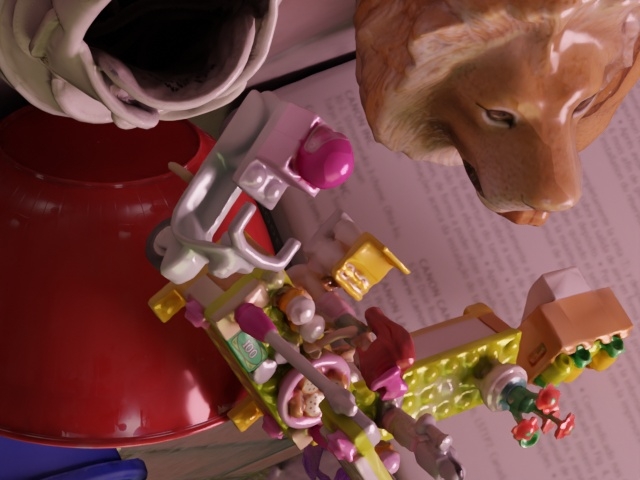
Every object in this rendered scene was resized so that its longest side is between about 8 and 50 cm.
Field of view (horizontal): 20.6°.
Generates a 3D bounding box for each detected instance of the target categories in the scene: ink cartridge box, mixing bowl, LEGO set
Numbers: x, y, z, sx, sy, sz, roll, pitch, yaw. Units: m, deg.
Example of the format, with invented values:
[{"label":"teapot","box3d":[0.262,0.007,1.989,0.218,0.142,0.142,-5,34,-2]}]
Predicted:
[{"label":"ink cartridge box","box3d":[0.186,0.012,0.911,0.385,0.308,0.091,-21,169,-11]},{"label":"mixing bowl","box3d":[-0.098,-0.002,0.762,0.181,0.181,0.098,-15,124,-32]},{"label":"LEGO set","box3d":[0.045,0.055,0.708,0.287,0.107,0.132,27,99,-48]}]

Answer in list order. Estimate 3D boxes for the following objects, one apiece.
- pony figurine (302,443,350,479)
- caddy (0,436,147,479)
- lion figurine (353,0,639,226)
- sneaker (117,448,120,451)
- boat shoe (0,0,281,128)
[{"label":"pony figurine","box3d":[0.073,0.184,1.101,0.363,0.351,0.303,-61,-167,-4]},{"label":"caddy","box3d":[-0.284,0.175,1.134,0.341,0.179,0.241,-17,167,-21]},{"label":"lion figurine","box3d":[0.166,-0.125,0.754,0.392,0.142,0.240,-32,166,-22]},{"label":"sneaker","box3d":[-0.231,0.144,1.346,0.095,0.090,0.235,2,154,-42]},{"label":"boat shoe","box3d":[-0.055,-0.081,0.581,0.096,0.088,0.267,-17,168,-22]}]
